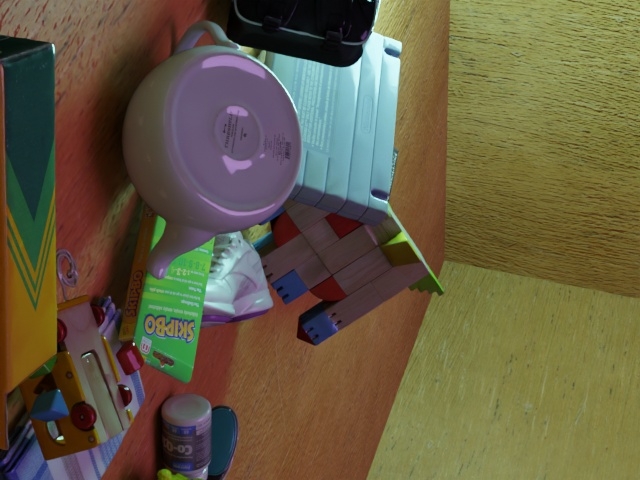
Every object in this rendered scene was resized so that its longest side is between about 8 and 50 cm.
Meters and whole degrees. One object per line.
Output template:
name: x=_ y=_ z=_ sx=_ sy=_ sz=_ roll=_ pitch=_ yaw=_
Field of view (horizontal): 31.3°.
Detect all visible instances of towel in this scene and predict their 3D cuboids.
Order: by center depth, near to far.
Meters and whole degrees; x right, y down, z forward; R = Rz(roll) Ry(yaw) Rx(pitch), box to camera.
towel: x=-0.308 y=0.235 z=1.437 sx=0.285 sy=0.034 sz=0.209 roll=-64 pitch=156 yaw=-42

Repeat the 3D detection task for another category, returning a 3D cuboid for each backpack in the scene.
backpack: x=-0.018 y=-0.395 z=1.700 sx=0.191 sy=0.225 sz=0.254 roll=136 pitch=-37 yaw=-78

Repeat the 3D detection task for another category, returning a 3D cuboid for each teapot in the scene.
teapot: x=-0.160 y=-0.125 z=1.467 sx=0.256 sy=0.187 sz=0.252 roll=-42 pitch=110 yaw=-35

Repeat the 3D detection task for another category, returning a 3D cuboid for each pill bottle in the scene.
pill bottle: x=-0.208 y=0.315 z=1.777 sx=0.078 sy=0.078 sz=0.137 roll=-53 pitch=149 yaw=-58

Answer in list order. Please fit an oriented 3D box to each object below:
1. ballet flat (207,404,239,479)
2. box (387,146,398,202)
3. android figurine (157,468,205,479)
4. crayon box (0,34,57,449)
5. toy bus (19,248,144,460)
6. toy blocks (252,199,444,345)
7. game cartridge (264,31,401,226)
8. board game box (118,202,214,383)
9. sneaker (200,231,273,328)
ballet flat: x=-0.198 y=0.395 z=1.901 sx=0.086 sy=0.086 sz=0.248 roll=56 pitch=49 yaw=-69
box: x=0.039 y=-0.123 z=2.243 sx=0.381 sy=0.143 sz=0.191 roll=9 pitch=92 yaw=-76
android figurine: x=-0.243 y=0.456 z=1.698 sx=0.248 sy=0.056 sz=0.273 roll=-42 pitch=145 yaw=-40
crayon box: x=-0.321 y=-0.010 z=0.921 sx=0.083 sy=0.203 sz=0.323 roll=-47 pitch=145 yaw=-63
toy bus: x=-0.296 y=0.148 z=1.298 sx=0.191 sy=0.104 sz=0.202 roll=53 pitch=26 yaw=-43
toy blocks: x=0.000 y=0.000 z=1.971 sx=0.381 sy=0.261 sz=0.191 roll=55 pitch=7 yaw=-20
game cartridge: x=0.010 y=-0.209 z=1.845 sx=0.068 sy=0.230 sz=0.355 roll=125 pitch=-24 yaw=-56
board game box: x=-0.203 y=0.054 z=1.539 sx=0.124 sy=0.039 sz=0.259 roll=37 pitch=49 yaw=-47
sneaker: x=-0.170 y=0.057 z=1.742 sx=0.305 sy=0.114 sz=0.152 roll=-4 pitch=85 yaw=-73
